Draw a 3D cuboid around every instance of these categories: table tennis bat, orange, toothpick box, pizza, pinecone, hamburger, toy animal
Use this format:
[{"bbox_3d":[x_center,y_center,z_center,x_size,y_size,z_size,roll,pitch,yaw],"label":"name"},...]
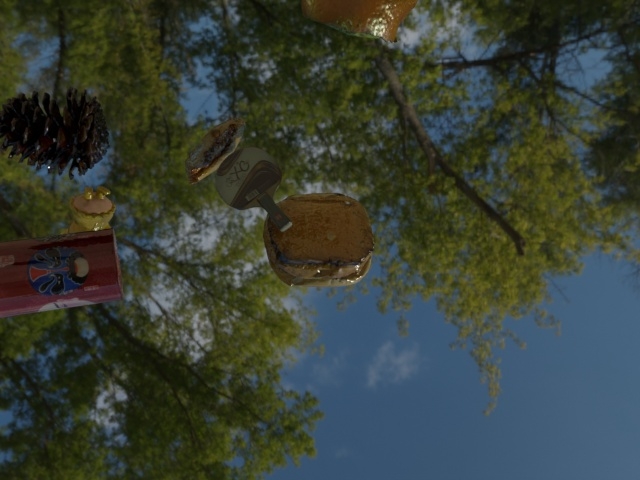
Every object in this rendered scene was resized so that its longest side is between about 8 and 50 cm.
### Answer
[{"bbox_3d":[-0.166,-0.130,1.650,0.173,0.022,0.301,-37,-122,-2],"label":"table tennis bat"},{"bbox_3d":[0.102,-0.638,1.583,0.262,0.196,0.335,26,-118,25],"label":"orange"},{"bbox_3d":[-0.710,0.085,1.694,0.333,0.204,0.204,-9,-140,-15],"label":"toothpick box"},{"bbox_3d":[-0.314,-0.260,1.857,0.271,0.134,0.056,-39,-105,16],"label":"pizza"},{"bbox_3d":[-0.694,-0.287,1.645,0.292,0.246,0.246,7,-144,-21],"label":"pinecone"},{"bbox_3d":[-0.006,0.003,1.753,0.304,0.174,0.284,0,-139,-4],"label":"hamburger"},{"bbox_3d":[-0.727,-0.073,2.005,0.156,0.230,0.156,20,-146,-15],"label":"toy animal"}]
